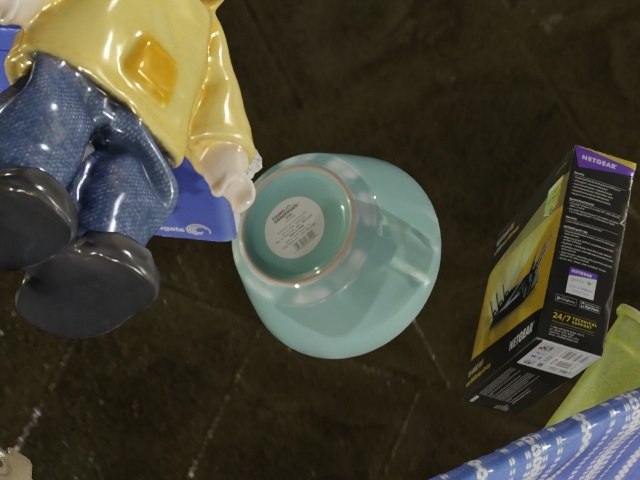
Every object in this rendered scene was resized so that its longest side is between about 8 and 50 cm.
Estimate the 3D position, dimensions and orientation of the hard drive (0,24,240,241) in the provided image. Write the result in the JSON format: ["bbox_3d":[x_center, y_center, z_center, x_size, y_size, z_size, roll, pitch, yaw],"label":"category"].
[{"bbox_3d":[-0.194,-0.105,1.153,0.210,0.318,0.040,6,60,5],"label":"hard drive"}]

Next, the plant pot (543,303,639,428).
[{"bbox_3d":[0.487,0.283,1.902,0.254,0.276,0.276,-46,67,0],"label":"plant pot"}]

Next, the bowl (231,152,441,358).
[{"bbox_3d":[0.000,0.000,1.723,0.312,0.163,0.311,-7,71,22],"label":"bowl"}]

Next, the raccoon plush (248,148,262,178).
[{"bbox_3d":[-0.227,-0.318,2.171,0.446,0.299,0.216,30,66,-17],"label":"raccoon plush"}]

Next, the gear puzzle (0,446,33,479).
[{"bbox_3d":[-0.296,0.236,0.931,0.044,0.175,0.339,-46,24,10],"label":"gear puzzle"}]

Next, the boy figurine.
[{"bbox_3d":[-0.091,-0.086,0.613,0.092,0.177,0.285,-23,36,38],"label":"boy figurine"}]

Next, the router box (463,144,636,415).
[{"bbox_3d":[0.271,0.059,1.479,0.081,0.309,0.242,17,68,-3],"label":"router box"}]

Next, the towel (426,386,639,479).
[{"bbox_3d":[0.087,0.194,0.734,0.336,0.243,0.040,-18,56,-27],"label":"towel"}]
